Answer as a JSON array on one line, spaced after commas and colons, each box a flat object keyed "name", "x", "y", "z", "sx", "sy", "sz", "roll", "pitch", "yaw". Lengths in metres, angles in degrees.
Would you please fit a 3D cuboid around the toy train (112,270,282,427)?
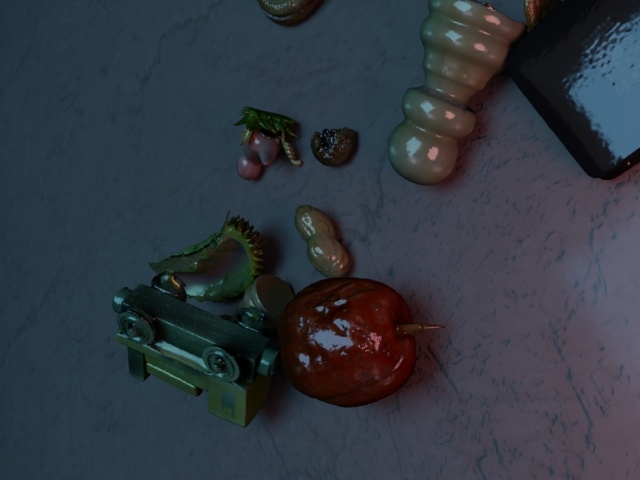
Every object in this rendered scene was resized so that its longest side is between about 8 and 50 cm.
[{"name": "toy train", "x": -0.271, "y": 0.236, "z": 1.512, "sx": 0.397, "sy": 0.160, "sz": 0.253, "roll": 21, "pitch": 132, "yaw": 15}]

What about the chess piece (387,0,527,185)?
[{"name": "chess piece", "x": 0.222, "y": -0.261, "z": 1.265, "sx": 0.182, "sy": 0.182, "sz": 0.330, "roll": 37, "pitch": 113, "yaw": 42}]

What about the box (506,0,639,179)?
[{"name": "box", "x": 0.464, "y": -0.276, "z": 1.069, "sx": 0.290, "sy": 0.073, "sz": 0.289, "roll": -44, "pitch": 61, "yaw": 30}]

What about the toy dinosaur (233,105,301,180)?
[{"name": "toy dinosaur", "x": -0.153, "y": -0.216, "z": 1.637, "sx": 0.194, "sy": 0.152, "sz": 0.177, "roll": 32, "pitch": 113, "yaw": 50}]

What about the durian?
[{"name": "durian", "x": -0.255, "y": 0.055, "z": 1.657, "sx": 0.352, "sy": 0.169, "sz": 0.158, "roll": -24, "pitch": 66, "yaw": 38}]

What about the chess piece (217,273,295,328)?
[{"name": "chess piece", "x": -0.217, "y": 0.226, "z": 1.635, "sx": 0.397, "sy": 0.117, "sz": 0.117, "roll": -40, "pitch": 56, "yaw": 35}]

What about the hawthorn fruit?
[{"name": "hawthorn fruit", "x": 0.049, "y": 0.182, "z": 1.281, "sx": 0.262, "sy": 0.258, "sz": 0.258, "roll": -29, "pitch": 62, "yaw": 56}]

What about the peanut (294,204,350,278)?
[{"name": "peanut", "x": 0.000, "y": 0.000, "z": 1.479, "sx": 0.082, "sy": 0.082, "sz": 0.187, "roll": -41, "pitch": 57, "yaw": 31}]

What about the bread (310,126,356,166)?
[{"name": "bread", "x": 0.022, "y": -0.203, "z": 1.514, "sx": 0.113, "sy": 0.060, "sz": 0.082, "roll": -5, "pitch": 76, "yaw": 42}]

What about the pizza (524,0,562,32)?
[{"name": "pizza", "x": 0.373, "y": -0.372, "z": 1.193, "sx": 0.029, "sy": 0.100, "sz": 0.099, "roll": 12, "pitch": 106, "yaw": 51}]

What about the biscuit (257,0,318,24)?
[{"name": "biscuit", "x": -0.067, "y": -0.645, "z": 1.673, "sx": 0.259, "sy": 0.079, "sz": 0.259, "roll": -11, "pitch": 74, "yaw": 43}]
